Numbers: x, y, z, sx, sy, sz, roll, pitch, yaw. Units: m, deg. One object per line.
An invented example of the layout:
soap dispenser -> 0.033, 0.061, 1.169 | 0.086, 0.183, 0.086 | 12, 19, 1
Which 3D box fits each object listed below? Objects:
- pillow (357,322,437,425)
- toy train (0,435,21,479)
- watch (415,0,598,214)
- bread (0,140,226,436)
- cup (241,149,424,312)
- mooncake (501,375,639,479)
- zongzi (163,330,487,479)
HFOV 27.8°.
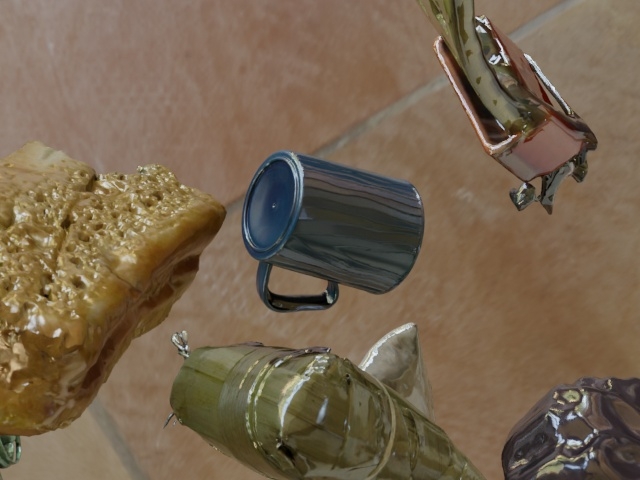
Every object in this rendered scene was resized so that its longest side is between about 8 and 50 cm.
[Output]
pillow -> 0.081, 0.248, 1.628 | 0.173, 0.270, 0.067 | -37, 43, -26
toy train -> -0.442, 0.333, 1.589 | 0.150, 0.221, 0.304 | -16, 97, 5
watch -> 0.107, -0.084, 0.380 | 0.165, 0.268, 0.102 | -23, 55, -4
bread -> -0.199, 0.013, 0.954 | 0.185, 0.380, 0.109 | 27, 110, 3
cup -> 0.006, -0.002, 1.215 | 0.138, 0.113, 0.150 | 15, 82, -31
mooncake -> 0.324, 0.260, 1.306 | 0.283, 0.141, 0.283 | 27, 32, -19
zongzi -> 0.000, 0.125, 0.839 | 0.178, 0.189, 0.081 | 30, 74, -32
